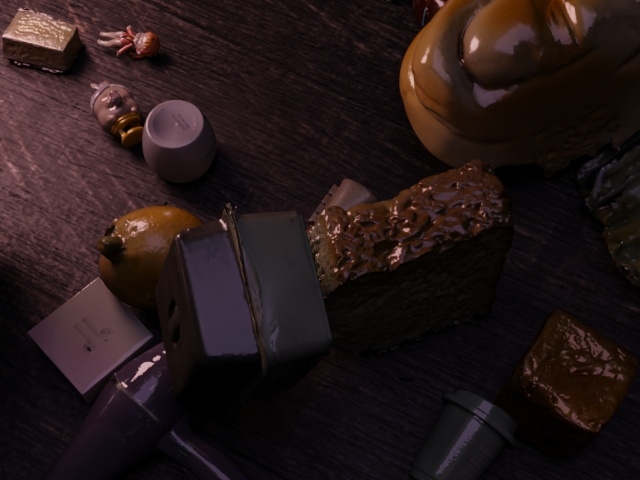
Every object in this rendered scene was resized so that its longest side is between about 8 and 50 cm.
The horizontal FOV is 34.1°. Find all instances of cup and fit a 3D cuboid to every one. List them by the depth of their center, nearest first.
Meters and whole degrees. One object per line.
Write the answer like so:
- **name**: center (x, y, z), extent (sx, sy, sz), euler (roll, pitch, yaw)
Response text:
- **cup**: center (0.190, 0.285, 1.418), extent (0.120, 0.120, 0.141), euler (30, 78, 15)

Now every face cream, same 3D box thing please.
- **face cream**: center (-0.223, -0.156, 1.644), extent (0.117, 0.104, 0.117), euler (0, 62, 1)

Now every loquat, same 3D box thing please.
- **loquat**: center (-0.240, 0.024, 1.505), extent (0.172, 0.204, 0.150), euler (-11, 69, 38)

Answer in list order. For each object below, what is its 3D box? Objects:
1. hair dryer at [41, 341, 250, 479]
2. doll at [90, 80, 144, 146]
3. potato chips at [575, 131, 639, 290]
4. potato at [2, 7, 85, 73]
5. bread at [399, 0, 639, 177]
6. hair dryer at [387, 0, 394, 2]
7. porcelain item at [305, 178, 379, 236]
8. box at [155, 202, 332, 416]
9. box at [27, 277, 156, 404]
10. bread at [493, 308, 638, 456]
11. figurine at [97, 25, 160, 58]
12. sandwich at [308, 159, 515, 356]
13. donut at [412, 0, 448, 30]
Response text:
- **hair dryer**: center (-0.186, 0.340, 1.397), extent (0.361, 0.121, 0.301), euler (39, 77, 12)
- **doll**: center (-0.332, -0.218, 1.688), extent (0.073, 0.084, 0.127), euler (-31, 74, -16)
- **potato chips**: center (0.618, -0.068, 1.628), extent (0.429, 0.070, 0.359), euler (-29, 69, -13)
- **potato**: center (-0.468, -0.337, 1.764), extent (0.122, 0.061, 0.086), euler (14, 61, 6)
- **bread**: center (0.336, -0.265, 1.589), extent (0.423, 0.245, 0.329), euler (-17, 89, -2)
- **hair dryer**: center (0.116, -0.459, 1.850), extent (0.047, 0.026, 0.083), euler (-38, 65, -19)
- **porcelain item**: center (0.000, 0.000, 1.592), extent (0.084, 0.054, 0.213), euler (34, 67, 19)
- **box**: center (-0.105, 0.093, 1.314), extent (0.166, 0.290, 0.221), euler (-7, 72, -17)
- **box**: center (-0.330, 0.145, 1.517), extent (0.130, 0.051, 0.129), euler (-40, 69, -19)
- **bread**: center (0.334, 0.199, 1.440), extent (0.143, 0.149, 0.158), euler (36, 68, 13)
- **figurine**: center (-0.324, -0.336, 1.773), extent (0.109, 0.047, 0.064), euler (9, 70, 14)
- **sandwich**: center (0.096, 0.041, 1.456), extent (0.325, 0.262, 0.131), euler (-19, 60, -10)
- **donut**: center (0.271, -0.428, 1.794), extent (0.230, 0.096, 0.216), euler (-34, 68, -16)
